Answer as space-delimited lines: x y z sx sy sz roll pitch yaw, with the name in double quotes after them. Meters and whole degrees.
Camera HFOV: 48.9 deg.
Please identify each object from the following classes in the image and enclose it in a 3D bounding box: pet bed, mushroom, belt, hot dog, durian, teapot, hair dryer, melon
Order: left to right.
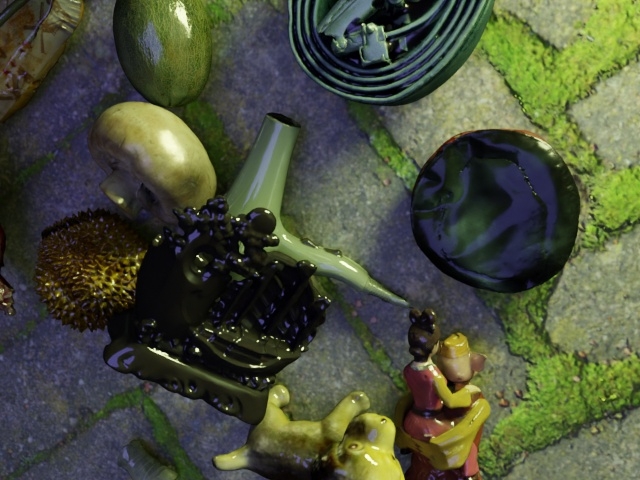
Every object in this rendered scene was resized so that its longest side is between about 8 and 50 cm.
-0.401 -0.250 0.909 0.253 0.069 0.131 -43 80 14 "hot dog"
-0.289 0.041 0.907 0.158 0.137 0.168 -43 98 -3 "durian"
-0.251 0.325 0.996 0.083 0.057 0.067 46 136 7 "teapot"
-0.206 -0.088 0.844 0.127 0.166 0.166 -43 89 -16 "mushroom"
-0.187 -0.242 0.834 0.114 0.114 0.167 -10 97 15 "melon"
-0.010 -0.035 0.852 0.267 0.092 0.229 5 109 3 "hair dryer"
0.084 -0.272 0.761 0.206 0.116 0.267 41 110 7 "belt"
0.200 -0.036 0.814 0.201 0.053 0.201 3 102 12 "pet bed"

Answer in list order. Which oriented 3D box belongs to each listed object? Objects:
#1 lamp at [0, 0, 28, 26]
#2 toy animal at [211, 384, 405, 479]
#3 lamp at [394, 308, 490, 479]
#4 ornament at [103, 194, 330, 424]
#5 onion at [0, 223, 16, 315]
-0.330 -0.307 0.797 0.371 0.108 0.130 -29 72 -2 "lamp"
0.006 0.254 0.865 0.233 0.169 0.121 0 102 27 "toy animal"
0.147 0.196 0.847 0.118 0.118 0.253 0 98 13 "lamp"
-0.100 0.070 0.816 0.251 0.106 0.260 29 114 -24 "ornament"
-0.489 -0.068 0.904 0.349 0.267 0.159 44 70 -20 "onion"
